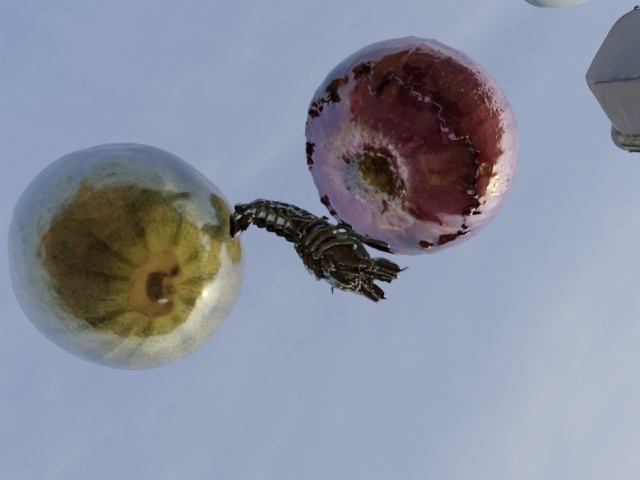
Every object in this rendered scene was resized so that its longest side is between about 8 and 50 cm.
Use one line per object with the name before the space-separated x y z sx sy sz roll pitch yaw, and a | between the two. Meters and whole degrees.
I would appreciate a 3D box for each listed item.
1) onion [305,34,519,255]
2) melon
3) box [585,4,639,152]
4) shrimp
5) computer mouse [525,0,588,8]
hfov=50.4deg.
onion | 0.157 -0.167 1.114 0.358 0.358 0.345 39 -111 3
melon | -0.207 0.016 0.740 0.248 0.329 0.249 -4 -78 -21
box | 0.273 -0.115 0.478 0.111 0.177 0.111 -4 -79 -19
shrimp | 0.001 -0.003 0.656 0.174 0.082 0.076 27 -136 2
computer mouse | 0.290 -0.321 0.675 0.230 0.079 0.128 -22 -90 12
